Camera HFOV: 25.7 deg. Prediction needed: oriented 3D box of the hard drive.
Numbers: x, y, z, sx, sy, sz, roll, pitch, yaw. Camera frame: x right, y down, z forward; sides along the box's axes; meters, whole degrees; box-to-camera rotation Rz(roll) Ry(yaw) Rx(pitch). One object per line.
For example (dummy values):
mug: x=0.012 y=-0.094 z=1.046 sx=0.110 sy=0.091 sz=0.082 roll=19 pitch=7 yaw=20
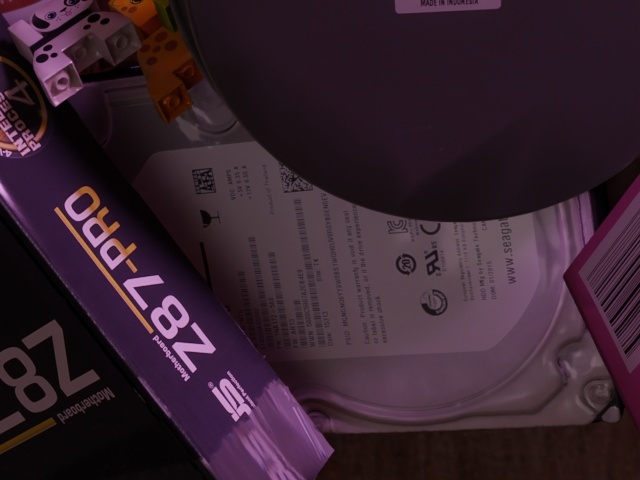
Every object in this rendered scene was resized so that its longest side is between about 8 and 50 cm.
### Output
hard drive: x=0.000 y=0.000 z=0.835 sx=0.338 sy=0.064 sz=0.237 roll=-4 pitch=105 yaw=20

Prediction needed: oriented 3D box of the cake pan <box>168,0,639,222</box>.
cake pan: x=0.062 y=-0.130 z=0.663 sx=0.293 sy=0.054 sz=0.293 roll=3 pitch=122 yaw=5

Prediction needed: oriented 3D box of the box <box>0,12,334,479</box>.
box: x=-0.230 y=0.087 z=0.862 sx=0.395 sy=0.097 sz=0.318 roll=-28 pitch=104 yaw=39

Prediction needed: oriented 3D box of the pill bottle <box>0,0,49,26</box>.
pill bottle: x=-0.191 y=-0.188 z=0.775 sx=0.121 sy=0.121 sz=0.216 roll=9 pitch=136 yaw=15

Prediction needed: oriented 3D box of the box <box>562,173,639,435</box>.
box: x=0.263 y=0.076 z=0.641 sx=0.243 sy=0.213 sz=0.117 roll=23 pitch=116 yaw=-22

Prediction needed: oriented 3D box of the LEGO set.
LEGO set: x=-0.073 y=-0.143 z=0.781 sx=0.093 sy=0.227 sz=0.087 roll=39 pitch=158 yaw=36
